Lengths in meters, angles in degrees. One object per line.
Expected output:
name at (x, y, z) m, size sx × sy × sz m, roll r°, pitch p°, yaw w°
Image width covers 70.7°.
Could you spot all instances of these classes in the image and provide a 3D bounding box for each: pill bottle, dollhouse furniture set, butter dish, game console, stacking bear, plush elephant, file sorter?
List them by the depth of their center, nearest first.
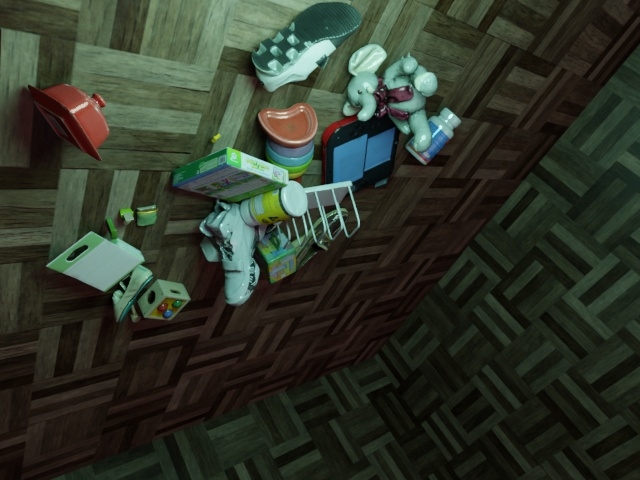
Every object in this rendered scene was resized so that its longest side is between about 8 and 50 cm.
butter dish at (-0.536, -0.286, 1.011) m, size 0.118 × 0.160 × 0.160 m, roll -50°, pitch 157°, yaw -25°
dollhouse furniture set at (-0.561, -0.054, 1.366) m, size 0.152 × 0.058 × 0.076 m, roll -15°, pitch 144°, yaw -33°
plush elephant at (0.199, -0.461, 1.426) m, size 0.255 × 0.330 × 0.272 m, roll -10°, pitch 146°, yaw 0°
stacking bear at (-0.105, -0.269, 1.455) m, size 0.175 × 0.164 × 0.289 m, roll -15°, pitch 151°, yaw -18°
pill bottle at (-0.156, -0.116, 1.481) m, size 0.208 × 0.119 × 0.119 m, roll -12°, pitch 167°, yaw 36°
file sorter at (-0.020, -0.086, 1.657) m, size 0.278 × 0.173 × 0.193 m, roll -10°, pitch 166°, yaw -15°
game console at (0.158, -0.327, 1.720) m, size 0.342 × 0.060 × 0.386 m, roll -23°, pitch 148°, yaw -16°
pill bottle at (0.465, -0.429, 1.850) m, size 0.221 × 0.124 × 0.124 m, roll -47°, pitch 149°, yaw 18°

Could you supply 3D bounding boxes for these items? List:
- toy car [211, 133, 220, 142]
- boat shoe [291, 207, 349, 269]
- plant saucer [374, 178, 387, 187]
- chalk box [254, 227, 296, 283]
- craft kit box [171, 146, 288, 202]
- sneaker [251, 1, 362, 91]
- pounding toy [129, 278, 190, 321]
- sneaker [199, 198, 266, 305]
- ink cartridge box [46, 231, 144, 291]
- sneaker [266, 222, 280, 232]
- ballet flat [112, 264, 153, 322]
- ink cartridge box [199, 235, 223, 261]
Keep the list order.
toy car at (-0.300, -0.262, 1.358) m, size 0.040 × 0.060 × 0.122 m, roll -54°, pitch 175°, yaw -43°
boat shoe at (0.000, 0.000, 1.961) m, size 0.342 × 0.123 × 0.123 m, roll -37°, pitch 150°, yaw 0°
plant saucer at (0.269, -0.308, 1.922) m, size 0.067 × 0.018 × 0.192 m, roll -23°, pitch 148°, yaw -22°
chalk box at (-0.186, 0.052, 1.830) m, size 0.132 × 0.132 × 0.213 m, roll -26°, pitch 148°, yaw -19°
craft kit box at (-0.269, -0.187, 1.357) m, size 0.250 × 0.061 × 0.247 m, roll -12°, pitch 162°, yaw 35°
sneaker at (-0.037, -0.523, 1.230) m, size 0.330 × 0.122 × 0.146 m, roll -33°, pitch 168°, yaw -9°
pounding toy at (-0.627, 0.251, 1.683) m, size 0.206 × 0.094 × 0.181 m, roll -45°, pitch 149°, yaw 13°
sneaker at (-0.314, 0.031, 1.545) m, size 0.210 × 0.137 × 0.365 m, roll 25°, pitch 71°, yaw -47°
ink cartridge box at (-0.688, 0.056, 1.389) m, size 0.171 × 0.056 × 0.235 m, roll -38°, pitch 147°, yaw 0°
sneaker at (-0.179, -0.065, 1.768) m, size 0.109 × 0.040 × 0.044 m, roll -40°, pitch 159°, yaw 12°
ballet flat at (-0.670, 0.181, 1.567) m, size 0.248 × 0.086 × 0.086 m, roll -50°, pitch 148°, yaw 19°
ink cartridge box at (-0.367, 0.031, 1.654) m, size 0.122 × 0.088 × 0.052 m, roll 5°, pitch 132°, yaw -49°
